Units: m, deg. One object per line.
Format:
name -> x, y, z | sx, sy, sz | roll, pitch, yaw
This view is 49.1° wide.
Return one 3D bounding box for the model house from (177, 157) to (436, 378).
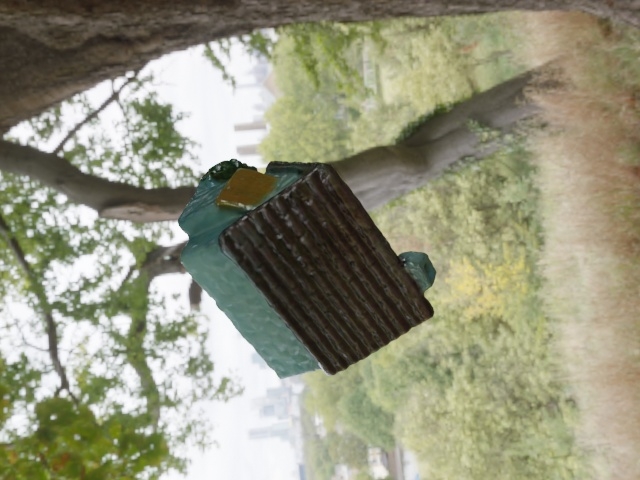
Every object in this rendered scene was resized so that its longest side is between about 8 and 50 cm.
model house -> 0.000, 0.000, 0.922 | 0.280, 0.249, 0.230 | 53, -146, -24
